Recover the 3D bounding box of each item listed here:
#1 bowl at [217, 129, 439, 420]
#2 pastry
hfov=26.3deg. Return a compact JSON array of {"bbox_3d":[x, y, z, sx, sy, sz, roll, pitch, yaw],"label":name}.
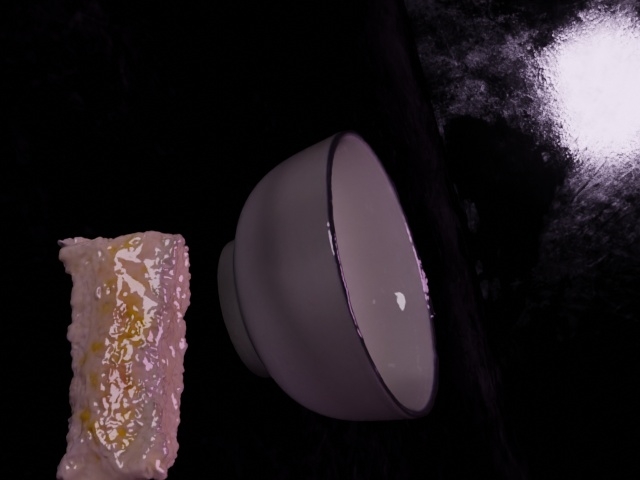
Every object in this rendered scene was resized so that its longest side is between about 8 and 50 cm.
[{"bbox_3d":[-0.003,0.060,1.634,0.354,0.185,0.354,-15,90,-72],"label":"bowl"},{"bbox_3d":[-0.169,0.107,1.205,0.089,0.121,0.258,37,41,-55],"label":"pastry"}]
